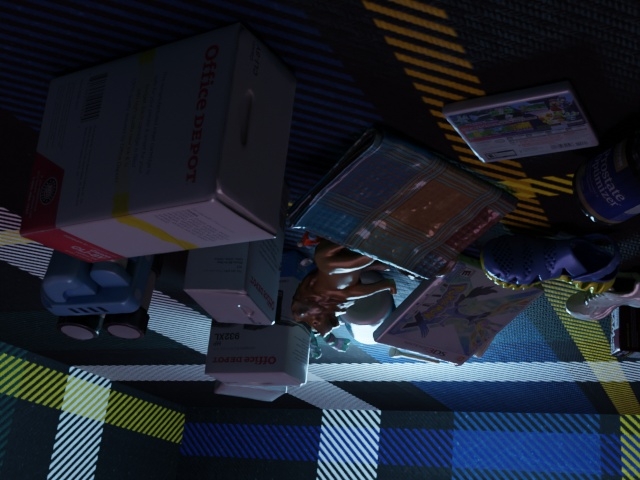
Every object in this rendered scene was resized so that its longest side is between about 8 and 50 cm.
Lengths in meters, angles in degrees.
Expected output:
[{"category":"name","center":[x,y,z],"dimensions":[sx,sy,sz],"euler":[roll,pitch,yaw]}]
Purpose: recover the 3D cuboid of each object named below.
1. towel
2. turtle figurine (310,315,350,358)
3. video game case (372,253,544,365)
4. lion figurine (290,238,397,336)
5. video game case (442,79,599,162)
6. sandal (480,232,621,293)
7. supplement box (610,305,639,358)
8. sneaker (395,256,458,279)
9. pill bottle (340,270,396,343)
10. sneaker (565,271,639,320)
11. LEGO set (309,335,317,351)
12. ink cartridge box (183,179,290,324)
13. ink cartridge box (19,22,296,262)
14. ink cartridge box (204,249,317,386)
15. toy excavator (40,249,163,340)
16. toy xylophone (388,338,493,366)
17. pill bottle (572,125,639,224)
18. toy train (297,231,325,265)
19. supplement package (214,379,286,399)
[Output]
[{"category":"towel","center":[0.157,-0.056,1.556],"dimensions":[0.370,0.040,0.271],"euler":[22,131,-32]},{"category":"turtle figurine","center":[0.001,0.225,2.247],"dimensions":[0.118,0.175,0.234],"euler":[19,177,35]},{"category":"video game case","center":[0.339,0.179,2.062],"dimensions":[0.300,0.036,0.329],"euler":[18,128,-30]},{"category":"lion figurine","center":[0.046,0.061,1.817],"dimensions":[0.240,0.142,0.392],"euler":[-9,146,-4]},{"category":"video game case","center":[0.323,-0.186,1.334],"dimensions":[0.201,0.023,0.183],"euler":[-6,156,31]},{"category":"sandal","center":[0.492,0.032,1.738],"dimensions":[0.317,0.126,0.138],"euler":[1,157,-10]},{"category":"supplement box","center":[0.878,0.241,2.148],"dimensions":[0.239,0.130,0.073],"euler":[6,160,1]},{"category":"sneaker","center":[0.241,0.051,1.911],"dimensions":[0.071,0.066,0.188],"euler":[17,156,-24]},{"category":"pill bottle","center":[0.126,0.184,2.178],"dimensions":[0.146,0.146,0.264],"euler":[2,159,11]},{"category":"sneaker","center":[0.673,0.118,1.966],"dimensions":[0.232,0.090,0.115],"euler":[-25,138,38]},{"category":"LEGO set","center":[-0.169,0.304,2.610],"dimensions":[0.331,0.192,0.255],"euler":[1,129,4]},{"category":"ink cartridge box","center":[-0.150,-0.008,1.547],"dimensions":[0.121,0.289,0.211],"euler":[1,158,13]},{"category":"ink cartridge box","center":[-0.244,-0.132,1.262],"dimensions":[0.385,0.279,0.160],"euler":[-7,156,31]},{"category":"ink cartridge box","center":[-0.144,0.194,2.046],"dimensions":[0.223,0.307,0.129],"euler":[-4,157,24]},{"category":"toy excavator","center":[-0.521,0.044,1.938],"dimensions":[0.433,0.222,0.445],"euler":[-5,148,22]},{"category":"toy xylophone","center":[0.322,0.242,2.224],"dimensions":[0.323,0.236,0.081],"euler":[12,-160,-32]},{"category":"pill bottle","center":[0.514,-0.114,1.329],"dimensions":[0.123,0.122,0.219],"euler":[12,158,-15]},{"category":"toy train","center":[0.000,0.000,1.837],"dimensions":[0.125,0.046,0.166],"euler":[-14,160,-11]},{"category":"supplement package","center":[-0.179,0.278,2.297],"dimensions":[0.175,0.293,0.177],"euler":[11,159,-13]}]
